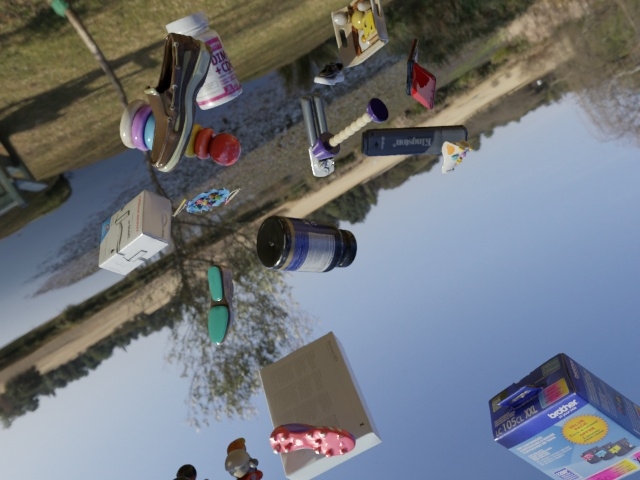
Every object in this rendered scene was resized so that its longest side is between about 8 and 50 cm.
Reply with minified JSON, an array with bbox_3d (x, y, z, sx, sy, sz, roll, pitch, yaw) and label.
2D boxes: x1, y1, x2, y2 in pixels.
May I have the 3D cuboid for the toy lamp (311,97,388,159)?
[{"bbox_3d":[0.074,-0.310,1.488,0.274,0.080,0.080,-26,-171,45],"label":"toy lamp"}]

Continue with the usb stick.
[{"bbox_3d":[0.244,-0.258,1.350,0.278,0.077,0.045,-3,-147,-6],"label":"usb stick"}]

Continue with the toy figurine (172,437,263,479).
[{"bbox_3d":[-0.237,0.562,1.197,0.213,0.148,0.209,-24,178,-11],"label":"toy figurine"}]

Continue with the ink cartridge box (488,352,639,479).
[{"bbox_3d":[0.643,0.478,1.382,0.270,0.395,0.151,-49,-168,31],"label":"ink cartridge box"}]

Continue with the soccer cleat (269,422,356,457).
[{"bbox_3d":[-0.020,0.530,1.415,0.248,0.083,0.095,-9,-169,19],"label":"soccer cleat"}]

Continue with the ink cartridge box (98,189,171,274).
[{"bbox_3d":[-0.497,-0.021,1.398,0.203,0.148,0.086,-31,142,29],"label":"ink cartridge box"}]

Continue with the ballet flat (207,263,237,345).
[{"bbox_3d":[-0.376,0.248,2.045,0.107,0.316,0.106,-2,177,27],"label":"ballet flat"}]

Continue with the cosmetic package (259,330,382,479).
[{"bbox_3d":[-0.012,0.508,1.623,0.284,0.097,0.377,-30,-136,6],"label":"cosmetic package"}]

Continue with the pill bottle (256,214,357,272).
[{"bbox_3d":[-0.027,0.012,1.201,0.219,0.123,0.123,5,159,-38],"label":"pill bottle"}]

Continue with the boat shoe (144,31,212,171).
[{"bbox_3d":[-0.289,-0.262,0.981,0.095,0.257,0.095,15,180,-41],"label":"boat shoe"}]

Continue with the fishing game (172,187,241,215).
[{"bbox_3d":[-0.441,-0.152,2.070,0.264,0.041,0.189,-16,165,-45],"label":"fishing game"}]

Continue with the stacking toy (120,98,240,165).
[{"bbox_3d":[-0.383,-0.287,1.471,0.141,0.330,0.141,18,90,-85],"label":"stacking toy"}]

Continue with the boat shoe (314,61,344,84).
[{"bbox_3d":[0.041,-0.639,1.978,0.080,0.076,0.228,16,-154,19],"label":"boat shoe"}]

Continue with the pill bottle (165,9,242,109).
[{"bbox_3d":[-0.386,-0.597,1.730,0.160,0.283,0.160,-19,-154,9],"label":"pill bottle"}]

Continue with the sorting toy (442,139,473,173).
[{"bbox_3d":[0.312,-0.192,1.216,0.083,0.045,0.075,-16,136,-46],"label":"sorting toy"}]

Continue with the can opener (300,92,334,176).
[{"bbox_3d":[-0.013,-0.334,1.675,0.074,0.280,0.093,-17,-144,-8],"label":"can opener"}]

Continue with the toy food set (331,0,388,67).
[{"bbox_3d":[0.131,-0.777,1.869,0.092,0.220,0.306,-14,-175,-19],"label":"toy food set"}]

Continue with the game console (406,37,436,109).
[{"bbox_3d":[0.278,-0.448,1.406,0.144,0.085,0.124,72,33,-68],"label":"game console"}]
